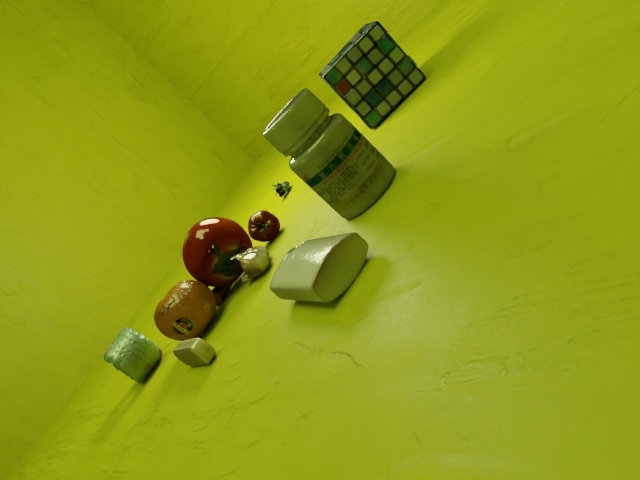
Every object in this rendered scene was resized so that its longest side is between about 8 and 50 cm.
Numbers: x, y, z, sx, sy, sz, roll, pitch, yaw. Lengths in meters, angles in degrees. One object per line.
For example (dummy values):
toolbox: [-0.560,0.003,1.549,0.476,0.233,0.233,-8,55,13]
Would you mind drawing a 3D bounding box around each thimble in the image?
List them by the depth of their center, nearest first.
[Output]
thimble: [-0.723,0.433,2.081,0.211,0.185,0.149,15,60,35]

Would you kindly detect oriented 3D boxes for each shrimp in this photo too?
shrimp: [-0.178,-0.250,2.520,0.076,0.082,0.174,-47,8,18]

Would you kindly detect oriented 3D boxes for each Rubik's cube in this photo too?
Rubik's cube: [0.193,-0.648,2.136,0.293,0.292,0.287,-46,15,12]

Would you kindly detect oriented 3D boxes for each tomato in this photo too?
tomato: [-0.375,0.039,1.980,0.256,0.256,0.224,-49,51,-6]

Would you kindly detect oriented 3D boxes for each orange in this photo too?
orange: [-0.465,0.243,1.886,0.219,0.193,0.219,-34,35,29]

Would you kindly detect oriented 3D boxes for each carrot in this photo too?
carrot: [-0.365,0.168,2.068,0.061,0.061,0.209,-39,13,27]

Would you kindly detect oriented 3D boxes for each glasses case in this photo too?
glasses case: [-0.382,0.338,1.642,0.196,0.083,0.050,-21,31,54]

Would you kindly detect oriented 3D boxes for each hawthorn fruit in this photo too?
hawthorn fruit: [-0.216,-0.049,2.086,0.125,0.125,0.140,-55,-15,-25]

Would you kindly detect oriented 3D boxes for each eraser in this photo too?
eraser: [-0.011,0.066,1.315,0.174,0.095,0.270,-53,16,-19]

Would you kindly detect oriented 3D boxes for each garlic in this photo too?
garlic: [-0.230,0.069,1.875,0.124,0.099,0.174,-22,20,10]

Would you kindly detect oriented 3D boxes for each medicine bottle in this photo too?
medicine bottle: [0.021,-0.242,1.517,0.208,0.340,0.208,-43,17,17]

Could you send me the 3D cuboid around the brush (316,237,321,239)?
brush: [0.000,0.000,1.597,0.024,0.008,0.083,-48,15,-16]
